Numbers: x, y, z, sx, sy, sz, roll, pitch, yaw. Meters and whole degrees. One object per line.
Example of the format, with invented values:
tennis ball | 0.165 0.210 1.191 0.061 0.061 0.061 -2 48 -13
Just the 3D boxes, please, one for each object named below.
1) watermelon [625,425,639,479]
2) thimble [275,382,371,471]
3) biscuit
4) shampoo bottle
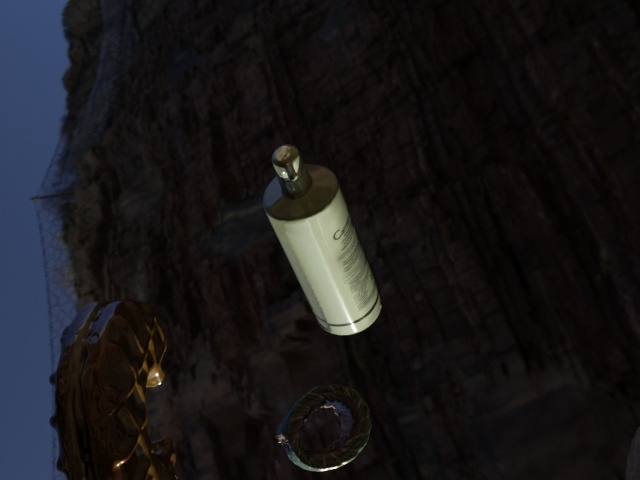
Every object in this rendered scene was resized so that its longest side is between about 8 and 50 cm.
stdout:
watermelon | 0.381 0.263 0.643 0.207 0.136 0.202 28 -133 -18
thimble | 0.007 0.284 1.005 0.135 0.090 0.118 -38 -102 -21
biscuit | -0.288 0.259 0.949 0.268 0.115 0.366 70 -171 -78
shampoo bottle | 0.000 0.000 0.731 0.262 0.085 0.085 67 -165 -45
